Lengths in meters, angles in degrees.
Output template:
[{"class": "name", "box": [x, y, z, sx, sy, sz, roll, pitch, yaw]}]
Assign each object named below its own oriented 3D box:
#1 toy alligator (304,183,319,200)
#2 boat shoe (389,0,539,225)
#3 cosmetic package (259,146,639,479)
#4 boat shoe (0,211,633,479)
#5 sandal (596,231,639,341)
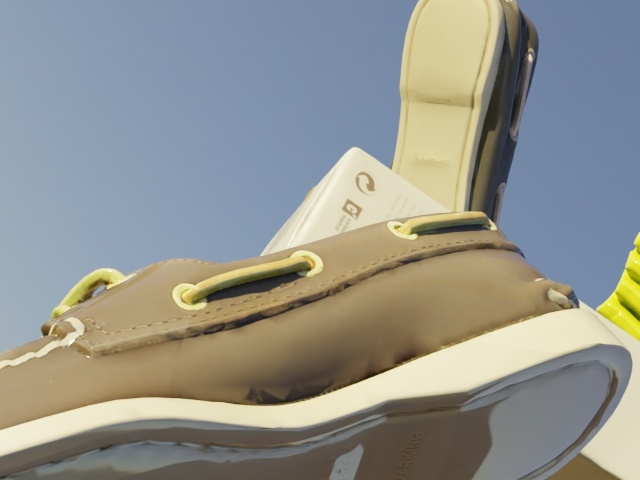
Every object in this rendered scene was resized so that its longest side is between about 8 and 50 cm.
[{"class": "toy alligator", "box": [0.000, 0.000, 1.577, 0.056, 0.051, 0.190, 49, -20, 15]}, {"class": "boat shoe", "box": [0.094, -0.025, 1.262, 0.112, 0.335, 0.095, 17, 3, 38]}, {"class": "cosmetic package", "box": [0.072, 0.065, 0.887, 0.231, 0.085, 0.117, 35, -33, -5]}, {"class": "boat shoe", "box": [-0.041, 0.058, 0.589, 0.097, 0.324, 0.117, 54, -38, 35]}, {"class": "sandal", "box": [0.391, 0.064, 1.869, 0.138, 0.317, 0.126, 15, 33, -51]}]
